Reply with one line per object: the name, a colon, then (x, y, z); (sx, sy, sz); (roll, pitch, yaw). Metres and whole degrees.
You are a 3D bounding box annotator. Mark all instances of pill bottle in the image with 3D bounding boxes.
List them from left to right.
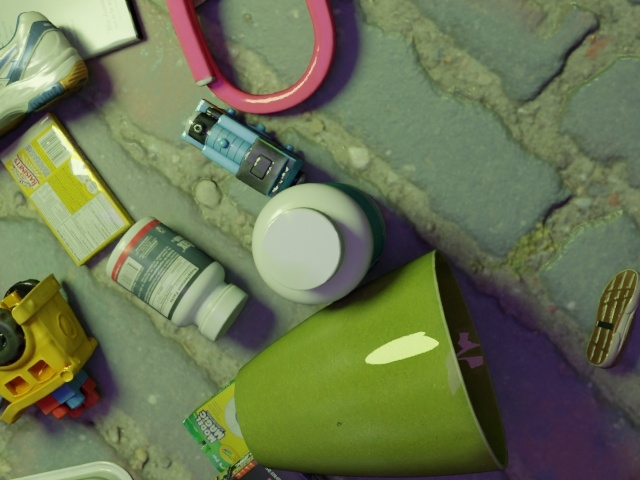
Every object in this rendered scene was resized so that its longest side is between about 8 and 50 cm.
pill bottle: (-0.196, 0.058, 1.163); (0.180, 0.108, 0.108); (35, 99, 5)
pill bottle: (0.000, 0.000, 1.045); (0.146, 0.264, 0.146); (1, 94, 9)

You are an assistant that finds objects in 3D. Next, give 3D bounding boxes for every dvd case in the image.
dvd case: (-0.398, -0.337, 1.211); (0.253, 0.022, 0.180); (-17, 92, 11)

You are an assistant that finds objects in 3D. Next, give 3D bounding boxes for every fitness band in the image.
fitness band: (-0.095, -0.313, 1.121); (0.209, 0.054, 0.291); (-16, 103, 11)

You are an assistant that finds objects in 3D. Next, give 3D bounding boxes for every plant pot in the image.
plant pot: (0.052, 0.187, 1.055); (0.293, 0.275, 0.275); (-19, 91, 14)

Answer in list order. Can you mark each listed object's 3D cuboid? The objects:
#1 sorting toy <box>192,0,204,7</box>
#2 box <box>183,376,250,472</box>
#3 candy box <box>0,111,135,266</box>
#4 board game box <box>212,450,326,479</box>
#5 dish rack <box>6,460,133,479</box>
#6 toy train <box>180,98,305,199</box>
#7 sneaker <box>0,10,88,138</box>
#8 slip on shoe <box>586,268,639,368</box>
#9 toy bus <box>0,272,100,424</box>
sorting toy: (-0.153, -0.448, 1.157); (0.208, 0.038, 0.193); (-30, 89, 15)
box: (-0.107, 0.251, 1.197); (0.179, 0.043, 0.105); (-39, 88, 12)
candy box: (-0.372, -0.075, 1.224); (0.105, 0.027, 0.206); (-37, 87, 13)
board game box: (-0.060, 0.373, 1.174); (0.141, 0.048, 0.170); (-42, 102, 12)
dish rack: (-0.417, 0.498, 1.256); (0.332, 0.072, 0.286); (-14, 91, 9)
toy train: (-0.105, -0.124, 1.135); (0.184, 0.105, 0.080); (33, 99, 6)
sneaker: (-0.477, -0.211, 1.180); (0.296, 0.112, 0.131); (-30, 102, 6)
slip on shoe: (0.394, 0.105, 1.101); (0.041, 0.051, 0.135); (18, 89, -32)
toy bus: (-0.432, 0.187, 1.209); (0.220, 0.149, 0.211); (-31, 105, 13)
